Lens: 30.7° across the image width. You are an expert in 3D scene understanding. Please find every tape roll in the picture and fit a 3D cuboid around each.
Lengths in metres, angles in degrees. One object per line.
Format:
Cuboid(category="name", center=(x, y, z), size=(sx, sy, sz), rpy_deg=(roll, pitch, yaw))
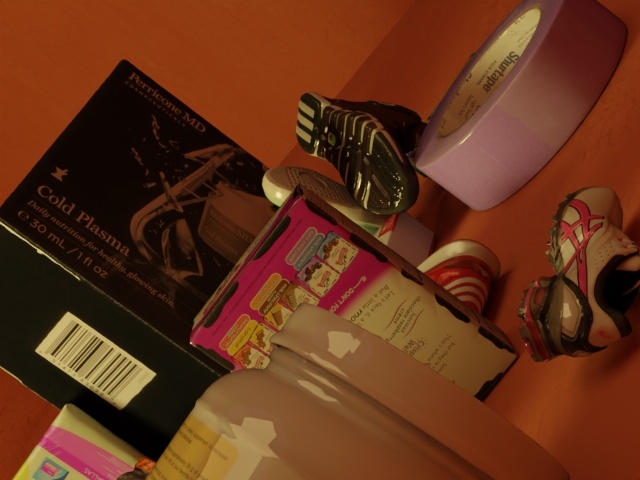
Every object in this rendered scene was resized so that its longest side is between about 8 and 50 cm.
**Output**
Cuboid(category="tape roll", center=(0.227, -0.170, 1.349), size=(0.275, 0.090, 0.275), rpy_deg=(-51, 10, 13))

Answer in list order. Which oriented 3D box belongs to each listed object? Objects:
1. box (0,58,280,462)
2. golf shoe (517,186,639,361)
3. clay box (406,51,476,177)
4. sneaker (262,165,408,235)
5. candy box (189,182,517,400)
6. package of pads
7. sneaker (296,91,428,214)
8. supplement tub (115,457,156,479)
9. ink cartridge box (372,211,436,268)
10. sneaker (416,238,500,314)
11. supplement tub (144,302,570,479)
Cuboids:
Cuboid(category="box", center=(-0.288, 0.041, 1.922), size=(0.297, 0.480, 0.472), rpy_deg=(-45, 14, 37))
Cuboid(category="golf shoe", center=(0.213, 0.022, 0.879), size=(0.086, 0.067, 0.186), rpy_deg=(-11, 33, 33))
Cuboid(category="clay box", center=(0.206, -0.192, 1.626), size=(0.222, 0.053, 0.127), rpy_deg=(-56, 11, -6))
Cuboid(category="sneaker", center=(0.001, 0.000, 1.507), size=(0.151, 0.256, 0.094), rpy_deg=(-56, 45, 16))
Cuboid(category="candy box", center=(0.028, 0.083, 1.003), size=(0.159, 0.233, 0.071), rpy_deg=(-52, 10, 10))
Cuboid(category="package of pads", center=(-0.375, 0.430, 1.756), size=(0.296, 0.229, 0.101), rpy_deg=(-55, 5, -14))
Cuboid(category="sneaker", center=(0.094, -0.124, 1.499), size=(0.281, 0.162, 0.106), rpy_deg=(48, 134, 50))
Cuboid(category="supplement tub", center=(-0.266, 0.409, 1.633), size=(0.190, 0.117, 0.117), rpy_deg=(-58, 11, -21))
Cuboid(category="ink cartridge box", center=(0.067, 0.050, 1.430), size=(0.150, 0.063, 0.109), rpy_deg=(-49, 11, 34))
Cuboid(category="sneaker", center=(0.081, 0.095, 1.154), size=(0.221, 0.087, 0.128), rpy_deg=(-48, 10, 40))
Cuboid(category="supplement tub", center=(-0.021, 0.230, 0.714), size=(0.331, 0.241, 0.241), rpy_deg=(-56, 10, -9))
